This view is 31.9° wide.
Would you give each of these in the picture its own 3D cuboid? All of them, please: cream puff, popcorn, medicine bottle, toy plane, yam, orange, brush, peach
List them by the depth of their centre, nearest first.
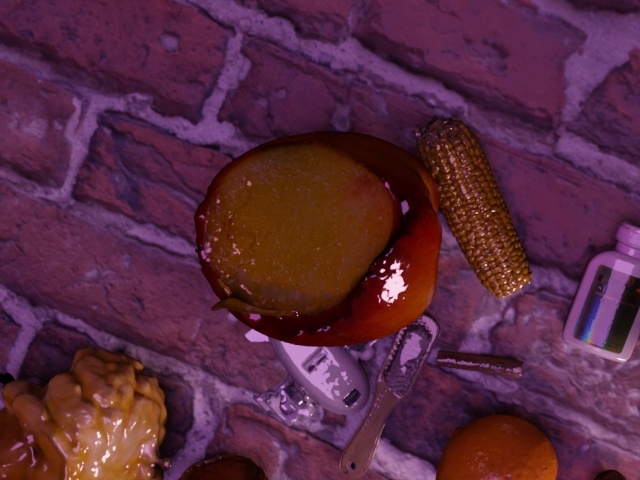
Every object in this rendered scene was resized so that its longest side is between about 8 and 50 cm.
[{"bbox_3d":[0.020,-0.001,1.759,0.406,0.310,0.335,-10,81,29],"label":"peach"},{"bbox_3d":[0.476,0.078,1.801,0.115,0.078,0.219,20,104,9],"label":"medicine bottle"},{"bbox_3d":[0.285,0.390,1.830,0.193,0.219,0.219,29,107,34],"label":"orange"},{"bbox_3d":[0.269,0.208,1.893,0.145,0.032,0.032,7,102,11],"label":"yam"},{"bbox_3d":[-0.015,0.195,1.909,0.252,0.118,0.252,0,87,-2],"label":"toy plane"},{"bbox_3d":[0.113,0.275,1.925,0.070,0.065,0.327,26,106,4],"label":"brush"},{"bbox_3d":[-0.443,0.337,1.953,0.381,0.349,0.349,26,106,33],"label":"popcorn"},{"bbox_3d":[-0.162,0.490,1.971,0.183,0.183,0.169,-9,114,14],"label":"cream puff"}]

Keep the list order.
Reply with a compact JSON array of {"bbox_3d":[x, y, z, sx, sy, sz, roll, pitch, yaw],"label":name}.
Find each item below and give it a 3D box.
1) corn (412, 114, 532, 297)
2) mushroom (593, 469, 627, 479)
[{"bbox_3d":[0.246,-0.057,1.813,0.115,0.115,0.318,-23,97,15],"label":"corn"},{"bbox_3d":[0.542,0.504,1.854,0.217,0.148,0.227,9,108,-6],"label":"mushroom"}]
